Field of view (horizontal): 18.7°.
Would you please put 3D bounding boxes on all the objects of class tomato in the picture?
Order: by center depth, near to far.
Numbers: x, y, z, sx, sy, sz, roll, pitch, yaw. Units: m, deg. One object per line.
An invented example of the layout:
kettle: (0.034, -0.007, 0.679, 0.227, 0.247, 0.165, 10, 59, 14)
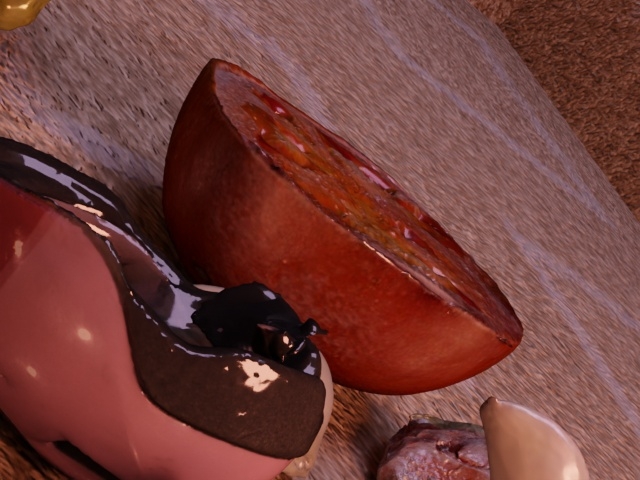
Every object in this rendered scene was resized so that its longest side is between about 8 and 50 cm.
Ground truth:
tomato: (-0.006, 0.010, 1.533, 0.338, 0.144, 0.338, 41, 12, -10)

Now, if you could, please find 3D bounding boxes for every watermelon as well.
watermelon: (0.107, 0.182, 1.488, 0.139, 0.071, 0.187, 9, 18, -39)

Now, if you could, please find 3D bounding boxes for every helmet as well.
helmet: (-0.119, 0.061, 1.095, 0.253, 0.154, 0.198, 25, 7, -6)

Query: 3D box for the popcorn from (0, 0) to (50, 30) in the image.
popcorn: (-0.232, -0.312, 1.495, 0.312, 0.312, 0.312, 42, 15, -14)

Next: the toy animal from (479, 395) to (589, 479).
toy animal: (0.174, 0.285, 1.213, 0.367, 0.196, 0.241, 55, 19, 24)

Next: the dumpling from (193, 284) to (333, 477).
dumpling: (-0.062, 0.081, 1.319, 0.176, 0.092, 0.150, 26, 11, -40)
